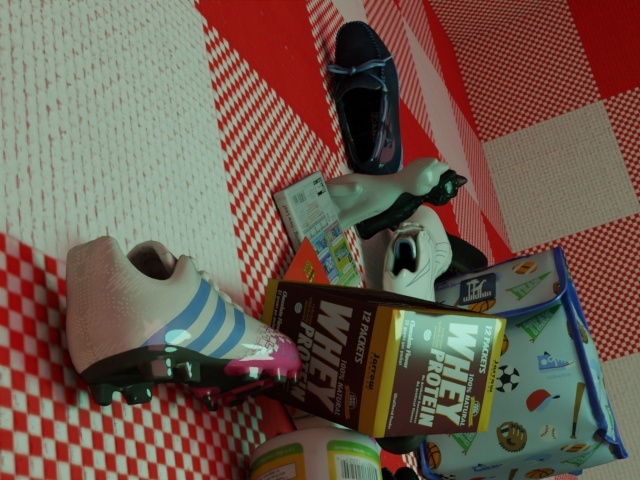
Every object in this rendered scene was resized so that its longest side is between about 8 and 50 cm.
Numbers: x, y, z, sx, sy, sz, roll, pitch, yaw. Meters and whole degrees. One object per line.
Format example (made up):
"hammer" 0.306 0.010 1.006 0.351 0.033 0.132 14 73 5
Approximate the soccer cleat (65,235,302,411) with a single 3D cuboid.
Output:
"soccer cleat" -0.111 0.073 0.871 0.331 0.116 0.143 27 44 -66

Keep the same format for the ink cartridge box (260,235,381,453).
"ink cartridge box" 0.020 0.148 1.246 0.239 0.060 0.275 65 24 -21

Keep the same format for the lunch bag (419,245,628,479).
"lunch bag" 0.318 0.215 1.677 0.239 0.328 0.385 49 29 -52

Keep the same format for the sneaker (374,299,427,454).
"sneaker" 0.143 0.217 1.274 0.281 0.106 0.162 -72 142 -56

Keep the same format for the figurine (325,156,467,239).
"figurine" 0.131 -0.083 1.613 0.215 0.209 0.092 15 58 -69

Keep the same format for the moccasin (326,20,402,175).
"moccasin" 0.093 -0.282 1.836 0.117 0.138 0.342 24 48 -61

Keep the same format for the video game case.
"video game case" 0.000 0.000 1.441 0.212 0.023 0.193 -41 111 -72

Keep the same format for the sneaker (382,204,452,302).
"sneaker" 0.171 0.022 1.703 0.297 0.111 0.129 -75 157 -51

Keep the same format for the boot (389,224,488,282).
"boot" 0.207 0.050 1.897 0.085 0.236 0.178 -36 151 -41

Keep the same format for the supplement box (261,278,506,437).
"supplement box" 0.063 0.126 1.045 0.191 0.194 0.129 8 92 -43

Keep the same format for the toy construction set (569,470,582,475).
"toy construction set" 0.408 0.391 2.011 0.237 0.257 0.309 26 -44 47

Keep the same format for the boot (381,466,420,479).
"boot" 0.107 0.357 1.355 0.121 0.045 0.099 -85 151 -44

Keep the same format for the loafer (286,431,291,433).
"loafer" -0.010 0.282 1.064 0.056 0.050 0.148 39 35 -59

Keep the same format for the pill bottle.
"pill bottle" 0.003 0.320 0.923 0.136 0.136 0.246 49 28 -49
